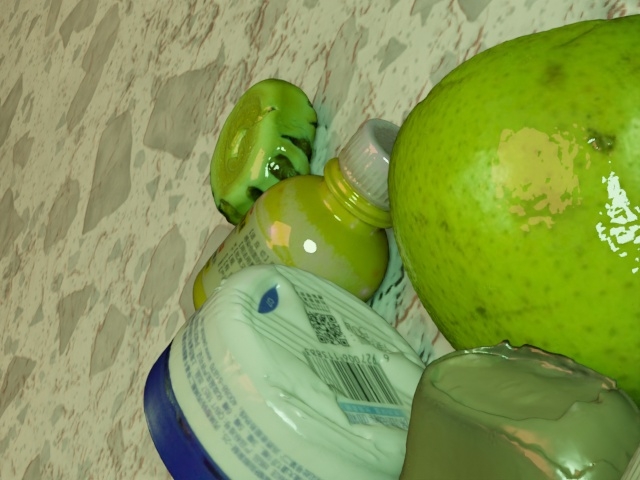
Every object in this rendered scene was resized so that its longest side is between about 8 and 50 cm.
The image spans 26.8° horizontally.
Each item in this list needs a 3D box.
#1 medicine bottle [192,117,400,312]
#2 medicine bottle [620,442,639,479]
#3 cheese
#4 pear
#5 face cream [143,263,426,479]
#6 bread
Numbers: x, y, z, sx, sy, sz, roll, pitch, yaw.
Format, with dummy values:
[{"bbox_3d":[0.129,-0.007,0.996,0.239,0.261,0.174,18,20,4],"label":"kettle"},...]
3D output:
[{"bbox_3d":[0.000,0.000,1.070,0.212,0.122,0.122,-50,35,28],"label":"medicine bottle"},{"bbox_3d":[0.161,0.239,0.559,0.384,0.224,0.224,-64,30,6],"label":"medicine bottle"},{"bbox_3d":[0.114,0.171,0.771,0.175,0.091,0.203,23,110,46],"label":"cheese"},{"bbox_3d":[0.138,0.006,0.852,0.288,0.139,0.239,-35,54,43],"label":"pear"},{"bbox_3d":[-0.010,0.115,0.927,0.111,0.206,0.206,-52,34,24],"label":"face cream"},{"bbox_3d":[-0.051,-0.079,1.252,0.130,0.071,0.139,-44,36,31],"label":"bread"}]
